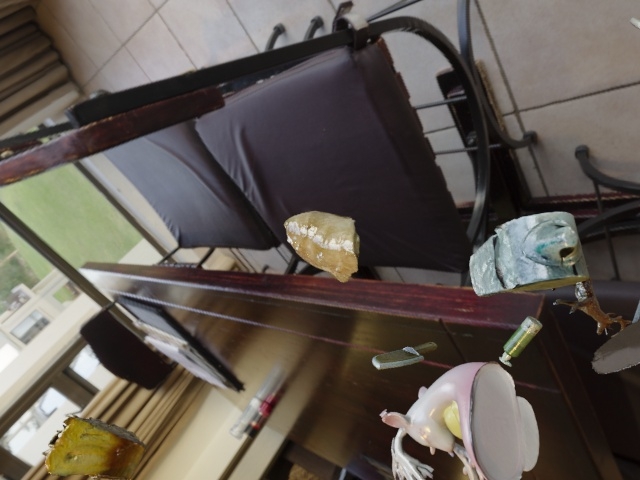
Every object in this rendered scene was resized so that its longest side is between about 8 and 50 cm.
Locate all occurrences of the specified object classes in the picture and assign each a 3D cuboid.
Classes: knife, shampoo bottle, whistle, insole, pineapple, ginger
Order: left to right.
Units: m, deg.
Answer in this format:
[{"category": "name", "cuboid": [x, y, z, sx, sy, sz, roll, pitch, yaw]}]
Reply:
[{"category": "pineapple", "cuboid": [-0.477, 0.461, 0.973, 0.186, 0.114, 0.236, 11, 162, 28]}, {"category": "ginger", "cuboid": [0.003, 0.001, 0.761, 0.123, 0.115, 0.193, 19, 176, -15]}, {"category": "knife", "cuboid": [0.211, 0.266, 1.030, 0.061, 0.026, 0.343, 10, -178, 37]}, {"category": "whistle", "cuboid": [0.526, 0.055, 1.184, 0.188, 0.168, 0.405, 5, 160, -31]}, {"category": "shampoo bottle", "cuboid": [0.743, 0.380, 1.640, 0.065, 0.065, 0.204, 32, 111, 9]}, {"category": "insole", "cuboid": [0.645, 0.149, 0.805, 0.007, 0.111, 0.328, 41, 115, -3]}]

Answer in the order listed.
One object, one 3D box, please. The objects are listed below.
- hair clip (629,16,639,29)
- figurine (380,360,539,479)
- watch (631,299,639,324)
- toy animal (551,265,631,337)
[{"category": "hair clip", "cuboid": [0.752, -0.406, 0.885, 0.282, 0.173, 0.113, 56, 138, 7]}, {"category": "figurine", "cuboid": [0.244, 0.396, 0.819, 0.284, 0.207, 0.315, 66, 152, 12]}, {"category": "watch", "cuboid": [0.891, 0.188, 1.107, 0.068, 0.206, 0.193, 35, 163, 1]}, {"category": "toy animal", "cuboid": [0.886, 0.196, 1.435, 0.260, 0.243, 0.087, 3, 166, -20]}]
